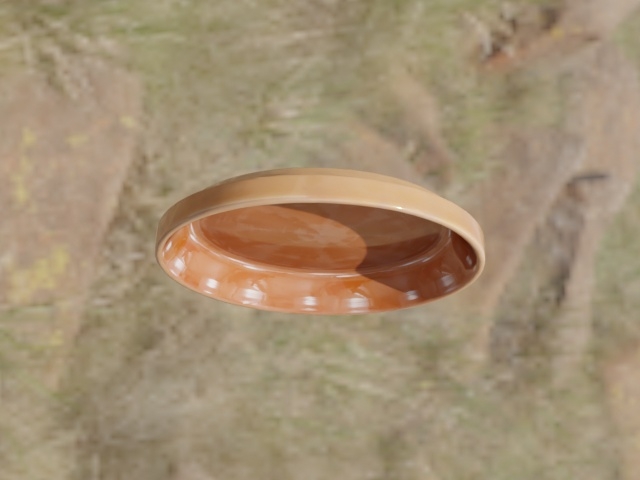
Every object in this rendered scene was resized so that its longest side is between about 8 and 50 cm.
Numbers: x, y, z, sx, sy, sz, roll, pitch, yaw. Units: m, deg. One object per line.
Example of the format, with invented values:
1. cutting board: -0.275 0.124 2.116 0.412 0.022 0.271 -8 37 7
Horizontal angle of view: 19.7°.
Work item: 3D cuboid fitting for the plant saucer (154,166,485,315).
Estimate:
1. plant saucer: 0.000 0.000 0.467 0.083 0.084 0.013 38 49 -58
